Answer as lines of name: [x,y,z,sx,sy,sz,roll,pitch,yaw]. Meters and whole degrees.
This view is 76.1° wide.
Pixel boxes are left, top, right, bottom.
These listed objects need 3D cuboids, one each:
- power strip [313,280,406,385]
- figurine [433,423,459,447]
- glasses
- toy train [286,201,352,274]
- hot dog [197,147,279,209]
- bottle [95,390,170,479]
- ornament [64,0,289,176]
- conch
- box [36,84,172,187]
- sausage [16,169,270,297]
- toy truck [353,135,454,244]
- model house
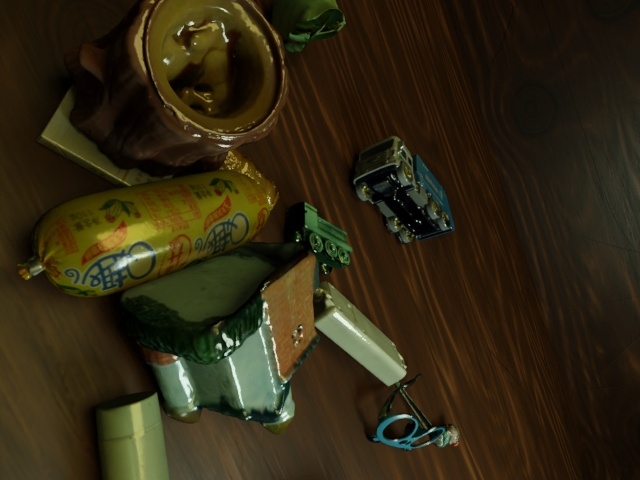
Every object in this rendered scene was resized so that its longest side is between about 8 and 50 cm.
power strip: [0.074,0.193,0.850,0.338,0.058,0.098,46,15,-32]
figurine: [0.339,0.532,1.104,0.106,0.047,0.060,13,60,-46]
glasses: [0.206,0.372,0.946,0.239,0.102,0.207,32,56,-40]
toy train: [0.000,0.000,0.845,0.170,0.071,0.111,28,51,-43]
hot dog: [-0.175,-0.142,0.677,0.289,0.068,0.083,40,58,-38]
bottle: [-0.216,0.290,0.484,0.072,0.072,0.201,-3,81,-51]
ornament: [-0.162,-0.191,0.504,0.235,0.217,0.221,41,68,-33]
conch: [-0.032,-0.459,0.866,0.137,0.143,0.250,100,-9,-46]
box: [-0.284,-0.126,0.570,0.167,0.024,0.090,35,54,-39]
sausage: [-0.202,-0.019,0.546,0.347,0.123,0.123,-25,98,-46]
toy truck: [0.237,-0.121,1.113,0.367,0.146,0.175,39,43,-40]
model house: [-0.113,0.167,0.596,0.253,0.184,0.291,-38,122,-56]
